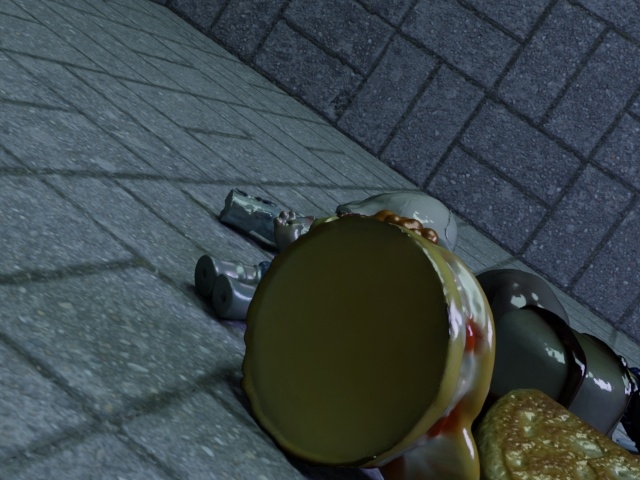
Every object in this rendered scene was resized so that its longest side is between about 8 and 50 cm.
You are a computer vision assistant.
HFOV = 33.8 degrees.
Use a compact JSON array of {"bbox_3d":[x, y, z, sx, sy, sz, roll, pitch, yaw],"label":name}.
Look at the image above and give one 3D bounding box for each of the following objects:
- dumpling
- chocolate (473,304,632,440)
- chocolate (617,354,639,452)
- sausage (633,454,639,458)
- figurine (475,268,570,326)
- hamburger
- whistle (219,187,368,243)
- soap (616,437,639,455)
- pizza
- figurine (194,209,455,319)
[{"bbox_3d":[0.156,-0.029,2.183,0.260,0.181,0.341,24,35,-3],"label":"dumpling"},{"bbox_3d":[0.342,0.210,1.592,0.284,0.186,0.283,26,6,-3],"label":"chocolate"},{"bbox_3d":[0.502,0.253,1.715,0.343,0.126,0.148,-145,-146,-82],"label":"chocolate"},{"bbox_3d":[0.506,0.372,1.507,0.304,0.121,0.121,10,22,-24],"label":"sausage"},{"bbox_3d":[0.273,0.127,1.790,0.381,0.203,0.248,26,18,-29],"label":"figurine"},{"bbox_3d":[0.073,0.135,1.142,0.186,0.261,0.302,26,32,-51],"label":"hamburger"},{"bbox_3d":[0.001,-0.001,1.777,0.346,0.133,0.142,22,51,-16],"label":"whistle"},{"bbox_3d":[0.578,0.386,1.685,0.231,0.091,0.145,9,2,16],"label":"soap"},{"bbox_3d":[0.263,0.294,1.312,0.258,0.087,0.268,-8,34,-40],"label":"pizza"},{"bbox_3d":[0.001,0.059,1.463,0.382,0.205,0.224,6,27,-24],"label":"figurine"}]
